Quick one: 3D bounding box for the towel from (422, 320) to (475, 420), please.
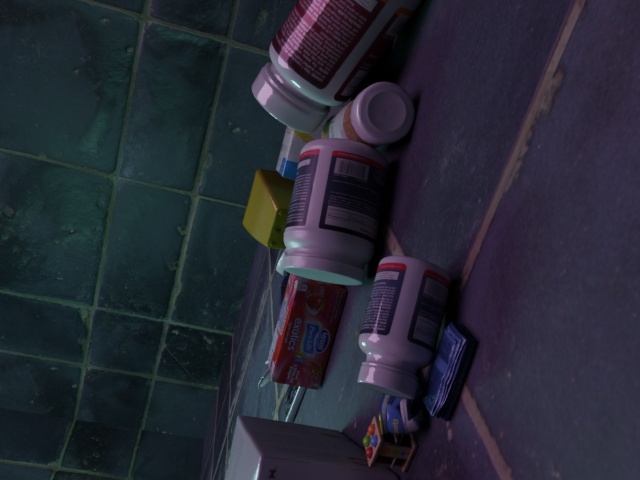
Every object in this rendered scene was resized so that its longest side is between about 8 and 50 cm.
[{"bbox_3d":[0.165,0.170,0.825,0.067,0.029,0.120,-116,40,-73],"label":"towel"}]

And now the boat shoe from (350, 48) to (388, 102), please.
[{"bbox_3d":[0.122,-0.424,1.561,0.073,0.080,0.224,123,159,-84],"label":"boat shoe"}]

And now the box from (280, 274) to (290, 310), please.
[{"bbox_3d":[-0.077,0.140,1.769,0.136,0.036,0.225,-67,-15,-50],"label":"box"}]

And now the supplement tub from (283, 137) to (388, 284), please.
[{"bbox_3d":[0.030,-0.057,1.304,0.191,0.191,0.272,150,133,-74],"label":"supplement tub"}]

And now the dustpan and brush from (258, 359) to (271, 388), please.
[{"bbox_3d":[-0.106,0.328,1.818,0.211,0.060,0.147,-40,5,33],"label":"dustpan and brush"}]

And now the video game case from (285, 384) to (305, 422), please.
[{"bbox_3d":[-0.062,0.366,1.705,0.173,0.022,0.190,-96,23,-59],"label":"video game case"}]

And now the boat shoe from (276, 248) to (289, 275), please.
[{"bbox_3d":[0.000,0.000,1.516,0.301,0.102,0.108,-51,-3,31],"label":"boat shoe"}]

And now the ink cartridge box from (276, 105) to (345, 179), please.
[{"bbox_3d":[-0.014,-0.286,1.808,0.171,0.168,0.233,-124,48,-74],"label":"ink cartridge box"}]

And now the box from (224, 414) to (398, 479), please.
[{"bbox_3d":[-0.037,0.421,1.059,0.345,0.214,0.168,154,127,-76],"label":"box"}]

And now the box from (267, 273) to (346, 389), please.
[{"bbox_3d":[-0.036,0.207,1.501,0.128,0.122,0.257,-125,49,-74],"label":"box"}]

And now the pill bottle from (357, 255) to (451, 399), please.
[{"bbox_3d":[0.112,0.122,0.879,0.108,0.107,0.180,137,152,-70],"label":"pill bottle"}]

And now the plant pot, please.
[{"bbox_3d":[-0.107,-0.079,1.992,0.187,0.212,0.212,-119,41,-54],"label":"plant pot"}]

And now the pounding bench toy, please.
[{"bbox_3d":[0.097,0.289,0.930,0.083,0.065,0.052,-101,26,-64],"label":"pounding bench toy"}]

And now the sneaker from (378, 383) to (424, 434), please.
[{"bbox_3d":[0.125,0.222,0.918,0.144,0.059,0.053,-70,-30,-45],"label":"sneaker"}]

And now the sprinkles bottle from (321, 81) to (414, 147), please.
[{"bbox_3d":[0.093,-0.254,1.388,0.355,0.121,0.121,-172,95,-78],"label":"sprinkles bottle"}]

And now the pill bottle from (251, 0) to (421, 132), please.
[{"bbox_3d":[0.024,-0.453,1.428,0.392,0.224,0.224,-50,24,27],"label":"pill bottle"}]
